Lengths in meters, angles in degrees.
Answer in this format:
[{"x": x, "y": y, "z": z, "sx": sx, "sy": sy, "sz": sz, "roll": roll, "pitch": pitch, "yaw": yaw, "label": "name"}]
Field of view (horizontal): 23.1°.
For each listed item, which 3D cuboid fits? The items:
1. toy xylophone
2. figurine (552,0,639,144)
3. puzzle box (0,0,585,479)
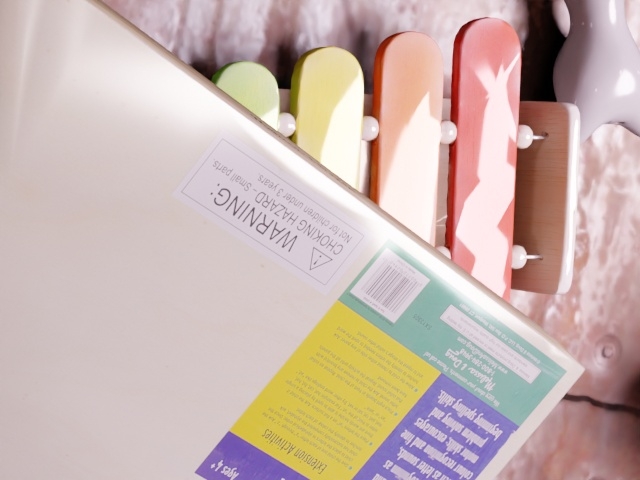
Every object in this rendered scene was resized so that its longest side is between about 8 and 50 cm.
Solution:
[{"x": 0.000, "y": 0.000, "z": 0.890, "sx": 0.322, "sy": 0.081, "sz": 0.236, "roll": -8, "pitch": 98, "yaw": -24, "label": "toy xylophone"}, {"x": 0.222, "y": -0.171, "z": 0.983, "sx": 0.215, "sy": 0.092, "sz": 0.209, "roll": -15, "pitch": 104, "yaw": -23, "label": "figurine"}, {"x": -0.081, "y": 0.069, "z": 0.800, "sx": 0.409, "sy": 0.052, "sz": 0.272, "roll": 36, "pitch": 97, "yaw": -33, "label": "puzzle box"}]
